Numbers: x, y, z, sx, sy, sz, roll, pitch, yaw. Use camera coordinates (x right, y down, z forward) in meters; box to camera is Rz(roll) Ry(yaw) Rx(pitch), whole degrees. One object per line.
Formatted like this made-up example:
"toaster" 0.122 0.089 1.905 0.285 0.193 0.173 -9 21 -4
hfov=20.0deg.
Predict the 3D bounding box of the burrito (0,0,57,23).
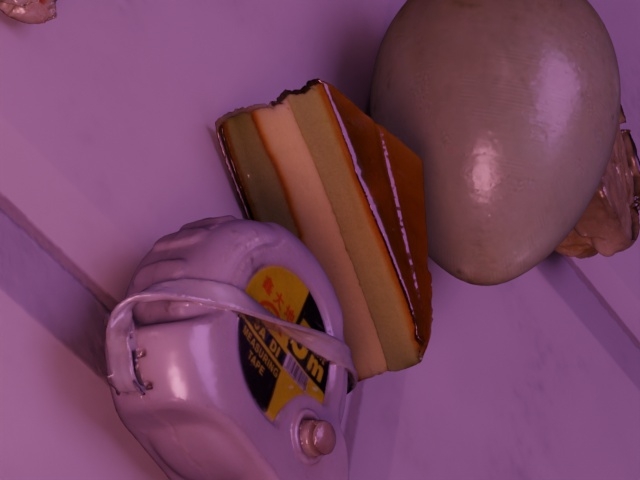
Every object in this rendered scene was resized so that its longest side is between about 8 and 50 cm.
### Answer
"burrito" -0.196 -0.230 1.278 0.058 0.045 0.188 43 38 -48

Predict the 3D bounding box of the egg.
"egg" 0.148 -0.102 1.581 0.218 0.218 0.295 32 60 -46

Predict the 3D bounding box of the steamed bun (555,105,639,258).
"steamed bun" 0.251 -0.081 1.836 0.192 0.106 0.177 61 27 -31

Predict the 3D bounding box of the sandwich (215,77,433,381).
"sandwich" 0.000 0.000 1.388 0.144 0.117 0.187 27 53 -45

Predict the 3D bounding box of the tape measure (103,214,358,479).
"tape measure" -0.055 0.084 1.248 0.236 0.120 0.197 55 40 -32
